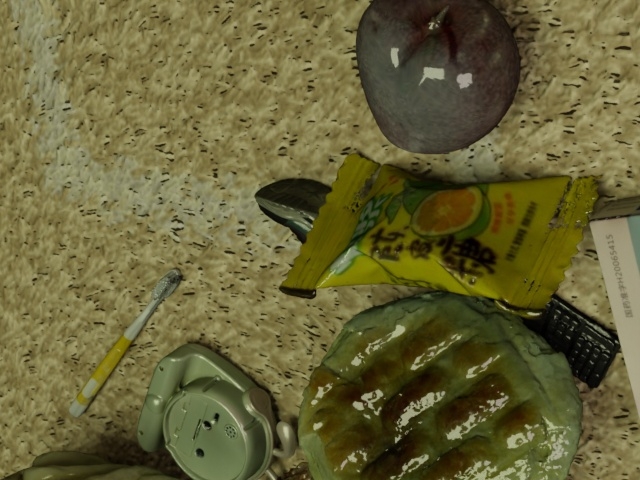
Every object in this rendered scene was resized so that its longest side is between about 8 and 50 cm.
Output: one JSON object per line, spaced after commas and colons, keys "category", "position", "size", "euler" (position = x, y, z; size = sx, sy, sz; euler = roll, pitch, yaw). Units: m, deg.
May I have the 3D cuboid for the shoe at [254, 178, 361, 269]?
{"category": "shoe", "position": [0.000, 0.000, 1.838], "size": [0.169, 0.071, 0.099], "euler": [24, 127, 24]}

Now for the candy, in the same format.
{"category": "candy", "position": [0.118, -0.003, 1.699], "size": [0.297, 0.187, 0.081], "euler": [8, 144, 31]}

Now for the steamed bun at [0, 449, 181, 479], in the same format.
{"category": "steamed bun", "position": [-0.290, 0.370, 2.072], "size": [0.394, 0.237, 0.346], "euler": [-3, 133, 4]}

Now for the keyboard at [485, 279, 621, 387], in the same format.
{"category": "keyboard", "position": [0.200, 0.066, 1.755], "size": [0.231, 0.023, 0.072], "euler": [35, 126, 18]}

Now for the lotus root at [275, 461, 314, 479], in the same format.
{"category": "lotus root", "position": [0.094, 0.296, 1.821], "size": [0.343, 0.169, 0.151], "euler": [16, 146, 27]}

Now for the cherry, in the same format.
{"category": "cherry", "position": [0.115, -0.164, 1.652], "size": [0.176, 0.140, 0.176], "euler": [33, 147, 25]}

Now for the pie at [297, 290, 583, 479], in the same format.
{"category": "pie", "position": [0.111, 0.186, 1.729], "size": [0.306, 0.071, 0.306], "euler": [-11, 66, 25]}

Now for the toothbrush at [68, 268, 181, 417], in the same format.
{"category": "toothbrush", "position": [-0.242, 0.130, 2.074], "size": [0.021, 0.024, 0.288], "euler": [45, 127, 9]}

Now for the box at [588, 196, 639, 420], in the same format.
{"category": "box", "position": [0.391, 0.120, 1.620], "size": [0.200, 0.065, 0.343], "euler": [-8, 104, 36]}

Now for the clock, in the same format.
{"category": "clock", "position": [-0.119, 0.222, 2.005], "size": [0.191, 0.062, 0.151], "euler": [32, 123, 19]}
